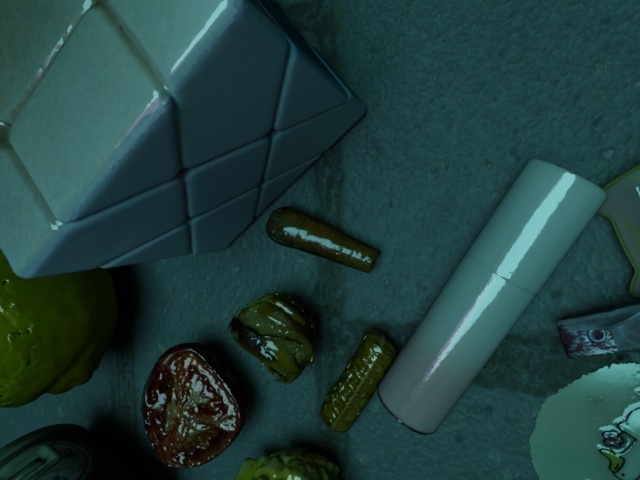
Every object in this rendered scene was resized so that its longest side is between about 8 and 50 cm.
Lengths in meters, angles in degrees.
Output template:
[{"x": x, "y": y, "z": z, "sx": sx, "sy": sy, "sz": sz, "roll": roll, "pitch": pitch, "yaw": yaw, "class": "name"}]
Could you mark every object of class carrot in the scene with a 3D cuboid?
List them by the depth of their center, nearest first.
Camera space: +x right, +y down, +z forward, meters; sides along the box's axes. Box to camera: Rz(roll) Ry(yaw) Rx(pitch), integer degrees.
[{"x": 0.000, "y": 0.000, "z": 0.555, "sx": 0.162, "sy": 0.055, "sz": 0.055, "roll": 22, "pitch": 101, "yaw": 16, "class": "carrot"}]

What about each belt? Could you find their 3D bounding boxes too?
[{"x": 0.344, "y": 0.072, "z": 0.377, "sx": 0.232, "sy": 0.071, "sz": 0.053, "roll": -37, "pitch": 69, "yaw": 53, "class": "belt"}]

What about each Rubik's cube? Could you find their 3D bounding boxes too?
[{"x": -0.192, "y": -0.185, "z": 0.472, "sx": 0.319, "sy": 0.322, "sz": 0.315, "roll": -41, "pitch": 78, "yaw": 20, "class": "Rubik's cube"}]

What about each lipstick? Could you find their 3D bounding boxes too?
[{"x": 0.184, "y": 0.071, "z": 0.468, "sx": 0.087, "sy": 0.087, "sz": 0.326, "roll": 33, "pitch": 105, "yaw": 16, "class": "lipstick"}]

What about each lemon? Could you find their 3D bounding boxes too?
[{"x": -0.469, "y": 0.101, "z": 0.621, "sx": 0.297, "sy": 0.297, "sz": 0.296, "roll": 1, "pitch": 94, "yaw": 21, "class": "lemon"}]

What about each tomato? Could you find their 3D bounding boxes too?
[{"x": -0.194, "y": 0.249, "z": 0.629, "sx": 0.174, "sy": 0.082, "sz": 0.166, "roll": -44, "pitch": 82, "yaw": 14, "class": "tomato"}]

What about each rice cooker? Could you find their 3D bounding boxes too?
[{"x": -0.408, "y": 0.465, "z": 0.621, "sx": 0.277, "sy": 0.288, "sz": 0.288, "roll": 28, "pitch": 103, "yaw": 19, "class": "rice cooker"}]

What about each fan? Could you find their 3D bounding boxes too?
[{"x": 0.384, "y": 0.172, "z": 0.437, "sx": 0.233, "sy": 0.012, "sz": 0.414, "roll": 18, "pitch": 100, "yaw": 19, "class": "fan"}]

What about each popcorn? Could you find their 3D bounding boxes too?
[{"x": -0.045, "y": 0.374, "z": 0.546, "sx": 0.180, "sy": 0.170, "sz": 0.179, "roll": 3, "pitch": 80, "yaw": -15, "class": "popcorn"}]

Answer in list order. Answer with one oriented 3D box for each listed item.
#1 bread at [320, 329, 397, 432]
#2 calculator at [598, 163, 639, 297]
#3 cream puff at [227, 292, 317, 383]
[{"x": 0.050, "y": 0.192, "z": 0.550, "sx": 0.052, "sy": 0.044, "sz": 0.157, "roll": 33, "pitch": 104, "yaw": 22, "class": "bread"}, {"x": 0.382, "y": -0.026, "z": 0.355, "sx": 0.236, "sy": 0.033, "sz": 0.157, "roll": -29, "pitch": 81, "yaw": 59, "class": "calculator"}, {"x": -0.060, "y": 0.125, "z": 0.556, "sx": 0.104, "sy": 0.119, "sz": 0.133, "roll": -50, "pitch": 35, "yaw": -12, "class": "cream puff"}]
